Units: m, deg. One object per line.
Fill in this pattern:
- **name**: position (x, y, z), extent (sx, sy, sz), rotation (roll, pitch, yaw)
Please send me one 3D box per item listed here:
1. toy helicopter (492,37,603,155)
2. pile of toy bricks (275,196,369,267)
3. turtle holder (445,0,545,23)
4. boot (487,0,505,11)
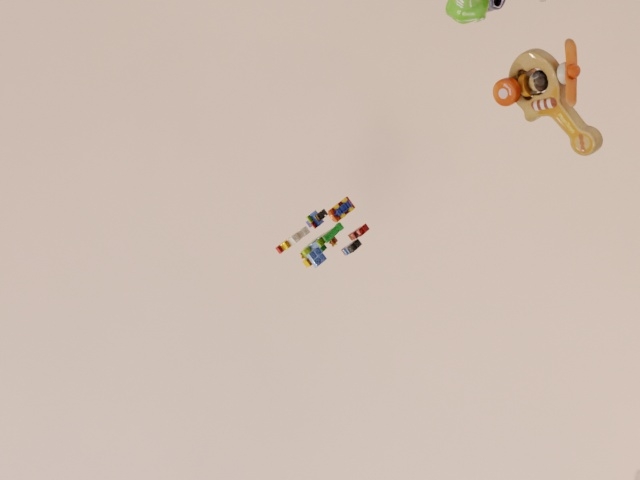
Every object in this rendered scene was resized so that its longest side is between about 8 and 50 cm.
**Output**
- **toy helicopter**: position (0.685, -0.401, 1.440), extent (0.140, 0.235, 0.355), rotation (-28, -102, -28)
- **pile of toy bricks**: position (0.000, 0.000, 1.073), extent (0.212, 0.105, 0.118), rotation (-38, -86, -40)
- **turtle holder**: position (0.383, -0.504, 0.850), extent (0.243, 0.227, 0.320), rotation (27, -80, 16)
- **boot**: position (0.435, -0.653, 1.216), extent (0.069, 0.086, 0.190), rotation (2, -69, -9)
